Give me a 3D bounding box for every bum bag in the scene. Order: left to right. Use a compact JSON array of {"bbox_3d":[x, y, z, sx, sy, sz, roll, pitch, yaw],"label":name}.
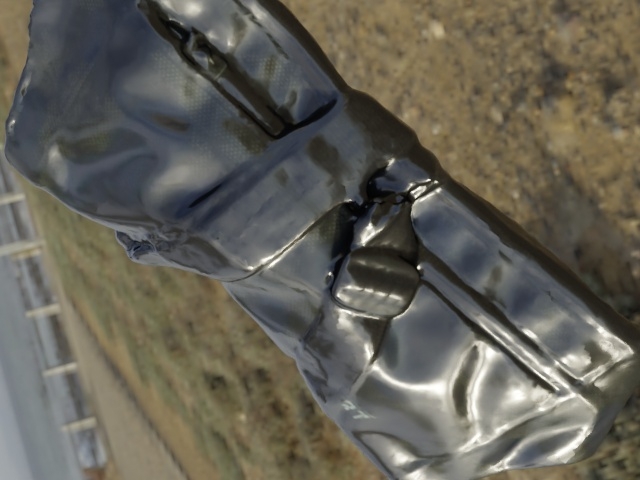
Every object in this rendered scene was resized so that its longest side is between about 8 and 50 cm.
[{"bbox_3d":[0.000,0.000,0.548,0.310,0.137,0.074,42,-154,-10],"label":"bum bag"}]
